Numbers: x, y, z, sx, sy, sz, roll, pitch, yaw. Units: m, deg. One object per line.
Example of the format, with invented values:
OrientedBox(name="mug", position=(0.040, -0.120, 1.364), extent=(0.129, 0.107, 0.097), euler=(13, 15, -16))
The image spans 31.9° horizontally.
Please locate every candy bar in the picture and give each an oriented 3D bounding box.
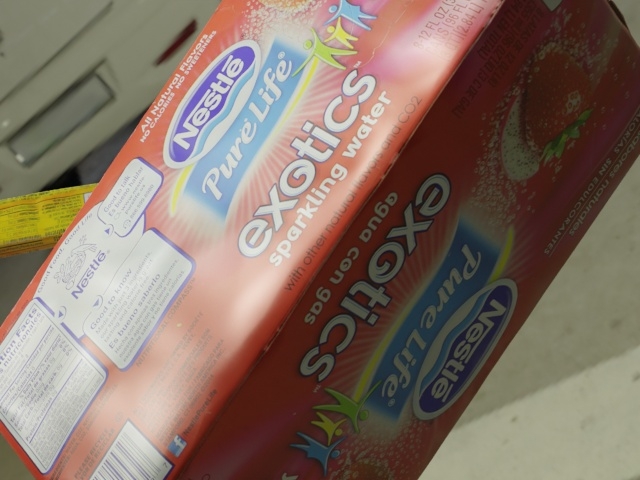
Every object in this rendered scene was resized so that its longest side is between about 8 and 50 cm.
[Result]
OrientedBox(name="candy bar", position=(-0.135, -0.009, 0.566), extent=(0.161, 0.018, 0.040), euler=(-11, 52, -8))

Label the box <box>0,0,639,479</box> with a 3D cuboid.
OrientedBox(name="box", position=(0.000, 0.000, 0.435), extent=(0.128, 0.122, 0.257), euler=(34, 90, 43))
